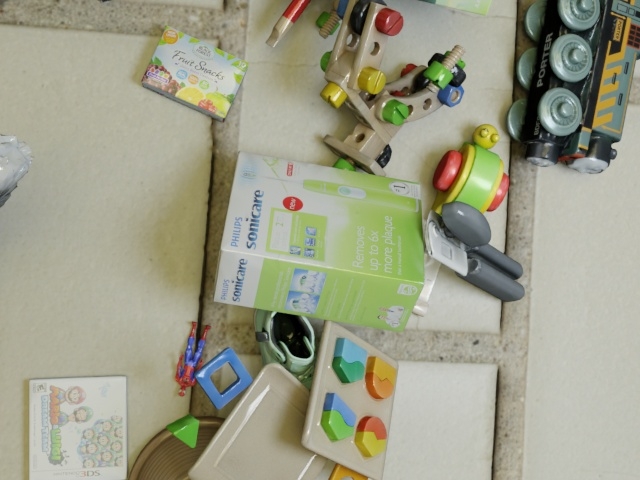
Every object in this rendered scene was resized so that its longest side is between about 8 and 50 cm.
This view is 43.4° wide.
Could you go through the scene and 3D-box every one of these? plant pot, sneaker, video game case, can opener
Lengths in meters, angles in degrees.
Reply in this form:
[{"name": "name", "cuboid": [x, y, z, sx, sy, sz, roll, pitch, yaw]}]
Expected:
[{"name": "plant pot", "cuboid": [-0.172, 0.387, 1.193, 0.237, 0.110, 0.237, 1, 86, -7]}, {"name": "sneaker", "cuboid": [-0.037, 0.211, 1.203, 0.094, 0.151, 0.255, -19, 90, -11]}, {"name": "video game case", "cuboid": [-0.366, 0.286, 1.216, 0.143, 0.019, 0.157, -1, 86, -9]}, {"name": "can opener", "cuboid": [0.243, 0.027, 1.216, 0.280, 0.093, 0.074, 31, 56, -48]}]

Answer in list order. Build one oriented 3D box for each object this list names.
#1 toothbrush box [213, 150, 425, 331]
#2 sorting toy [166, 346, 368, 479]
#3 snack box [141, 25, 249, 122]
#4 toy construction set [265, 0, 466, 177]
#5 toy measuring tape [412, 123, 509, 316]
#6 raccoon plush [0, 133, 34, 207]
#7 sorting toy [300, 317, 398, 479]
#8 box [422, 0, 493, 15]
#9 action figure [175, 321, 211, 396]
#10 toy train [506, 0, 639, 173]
[{"name": "toothbrush box", "cuboid": [0.000, 0.000, 1.177, 0.283, 0.122, 0.206, 9, 46, -4]}, {"name": "sorting toy", "cuboid": [-0.073, 0.297, 1.152, 0.347, 0.047, 0.196, 46, 73, -26]}, {"name": "snack box", "cuboid": [-0.197, -0.262, 1.269, 0.141, 0.037, 0.100, 23, 82, -6]}, {"name": "toy construction set", "cuboid": [0.042, -0.236, 1.231, 0.309, 0.257, 0.237, 39, 94, 16]}, {"name": "toy measuring tape", "cuboid": [0.217, -0.037, 1.277, 0.121, 0.121, 0.330, 23, 83, -6]}, {"name": "raccoon plush", "cuboid": [-0.600, -0.061, 1.080, 0.299, 0.216, 0.446, 43, 103, -3]}, {"name": "sorting toy", "cuboid": [0.055, 0.236, 1.185, 0.208, 0.038, 0.193, 40, 51, -42]}, {"name": "box", "cuboid": [0.099, -0.450, 1.245, 0.322, 0.232, 0.058, 10, 128, -7]}, {"name": "action figure", "cuboid": [-0.200, 0.185, 1.244, 0.038, 0.030, 0.115, 16, 86, -12]}, {"name": "toy train", "cuboid": [0.429, -0.273, 1.319, 0.190, 0.142, 0.333, 13, 84, -17]}]
